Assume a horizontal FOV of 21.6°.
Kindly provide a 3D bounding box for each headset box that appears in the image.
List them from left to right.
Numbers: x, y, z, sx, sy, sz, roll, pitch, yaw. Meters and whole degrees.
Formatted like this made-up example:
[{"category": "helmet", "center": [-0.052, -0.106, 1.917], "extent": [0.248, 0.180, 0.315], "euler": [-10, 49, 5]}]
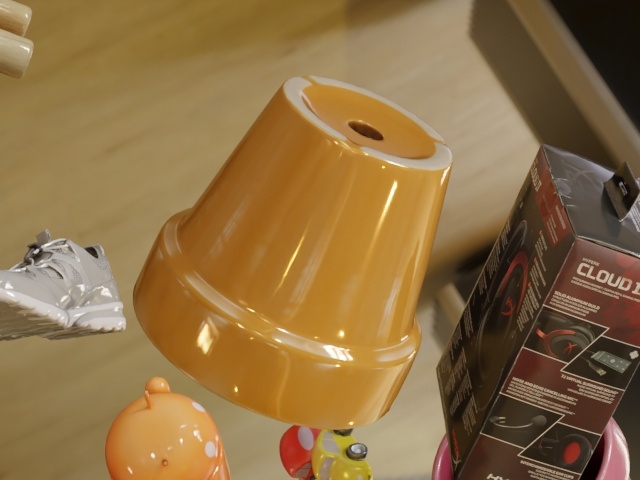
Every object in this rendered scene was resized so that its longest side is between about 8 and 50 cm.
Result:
[{"category": "headset box", "center": [0.216, 0.065, 1.535], "extent": [0.110, 0.218, 0.293], "euler": [19, 112, -9]}]

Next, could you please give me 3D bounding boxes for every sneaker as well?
[{"category": "sneaker", "center": [-0.305, 0.045, 1.790], "extent": [0.105, 0.115, 0.281], "euler": [-11, 172, 16]}]

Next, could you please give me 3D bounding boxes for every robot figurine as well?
[{"category": "robot figurine", "center": [-0.163, 0.245, 1.817], "extent": [0.158, 0.128, 0.219], "euler": [-60, 163, -24]}]

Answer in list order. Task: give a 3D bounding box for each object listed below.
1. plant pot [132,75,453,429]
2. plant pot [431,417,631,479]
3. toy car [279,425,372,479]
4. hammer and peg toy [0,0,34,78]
[{"category": "plant pot", "center": [-0.003, -0.004, 1.173], "extent": [0.205, 0.205, 0.188], "euler": [-3, 126, -48]}, {"category": "plant pot", "center": [0.245, 0.268, 1.750], "extent": [0.201, 0.201, 0.180], "euler": [-34, 131, 11]}, {"category": "toy car", "center": [-0.013, 0.174, 1.855], "extent": [0.053, 0.225, 0.239], "euler": [-10, -179, -17]}, {"category": "hammer and peg toy", "center": [-0.350, -0.115, 1.526], "extent": [0.127, 0.361, 0.266], "euler": [20, 102, -15]}]
